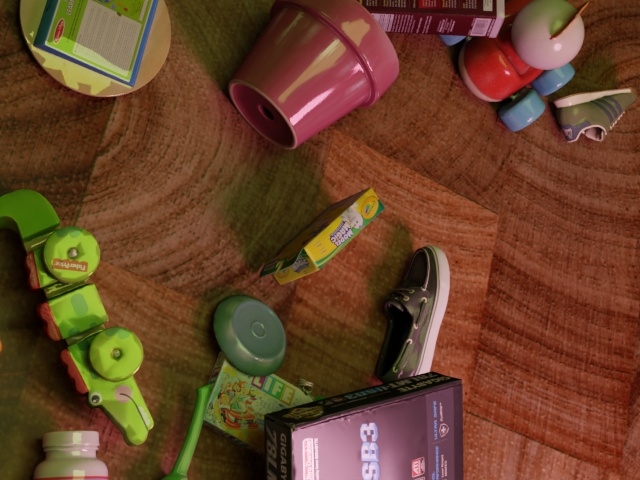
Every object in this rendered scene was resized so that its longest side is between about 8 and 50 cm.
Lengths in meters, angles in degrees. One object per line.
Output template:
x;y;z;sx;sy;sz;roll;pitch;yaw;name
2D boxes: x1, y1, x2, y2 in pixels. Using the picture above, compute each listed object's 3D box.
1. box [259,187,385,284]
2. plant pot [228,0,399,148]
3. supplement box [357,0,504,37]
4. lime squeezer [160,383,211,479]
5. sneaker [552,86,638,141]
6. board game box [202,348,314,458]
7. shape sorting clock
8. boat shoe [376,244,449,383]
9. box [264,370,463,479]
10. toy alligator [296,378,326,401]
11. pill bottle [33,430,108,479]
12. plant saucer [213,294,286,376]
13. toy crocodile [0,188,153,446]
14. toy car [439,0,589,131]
0.000;0.000;1.695;0.179;0.105;0.043;-40;100;-34;box
-0.023;-0.234;1.702;0.180;0.201;0.201;-46;105;-18;plant pot
0.155;-0.385;1.860;0.240;0.073;0.130;3;74;-2;supplement box
-0.147;0.346;1.531;0.110;0.059;0.310;-15;85;-43;lime squeezer
0.479;-0.214;2.115;0.192;0.064;0.086;-11;91;-36;sneaker
-0.084;0.225;1.625;0.154;0.026;0.103;32;61;-24;board game box
-0.295;-0.288;1.609;0.206;0.040;0.206;7;77;-32;shape sorting clock
0.126;0.107;1.776;0.076;0.080;0.228;23;73;-30;boat shoe
0.063;0.343;1.612;0.293;0.073;0.295;-8;102;-38;box
0.009;0.245;1.629;0.189;0.056;0.051;48;52;-49;toy alligator
-0.291;0.305;1.424;0.087;0.087;0.160;6;74;-33;pill bottle
-0.088;0.123;1.633;0.119;0.021;0.119;25;47;-31;plant saucer
-0.292;0.094;1.466;0.105;0.115;0.340;-24;90;-18;toy crocodile
0.351;-0.331;1.944;0.219;0.238;0.210;52;55;-12;toy car
